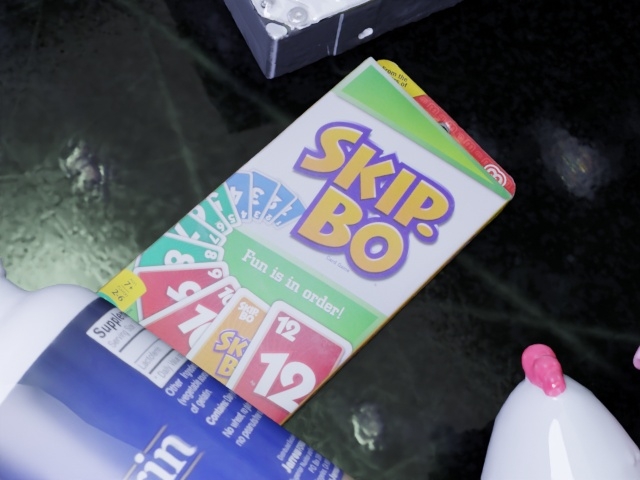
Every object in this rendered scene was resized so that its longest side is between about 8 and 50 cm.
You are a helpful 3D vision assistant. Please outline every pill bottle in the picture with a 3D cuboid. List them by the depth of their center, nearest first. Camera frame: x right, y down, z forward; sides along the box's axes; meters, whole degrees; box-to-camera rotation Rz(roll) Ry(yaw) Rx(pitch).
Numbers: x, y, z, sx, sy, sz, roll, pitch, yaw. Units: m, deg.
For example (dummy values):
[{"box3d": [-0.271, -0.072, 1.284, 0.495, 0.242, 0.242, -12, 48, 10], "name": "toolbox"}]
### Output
[{"box3d": [-0.114, 0.117, 0.793, 0.264, 0.153, 0.153, 35, 64, 1], "name": "pill bottle"}]

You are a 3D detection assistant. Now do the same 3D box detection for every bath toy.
[{"box3d": [0.247, 0.086, 0.917, 0.348, 0.151, 0.129, -15, 96, -13], "name": "bath toy"}]

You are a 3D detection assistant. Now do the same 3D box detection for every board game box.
[{"box3d": [0.000, 0.000, 0.940, 0.124, 0.039, 0.259, 45, 61, 5], "name": "board game box"}]

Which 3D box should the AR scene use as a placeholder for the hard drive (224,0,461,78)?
[{"box3d": [0.068, -0.268, 1.017, 0.339, 0.064, 0.237, -23, 72, -12], "name": "hard drive"}]
